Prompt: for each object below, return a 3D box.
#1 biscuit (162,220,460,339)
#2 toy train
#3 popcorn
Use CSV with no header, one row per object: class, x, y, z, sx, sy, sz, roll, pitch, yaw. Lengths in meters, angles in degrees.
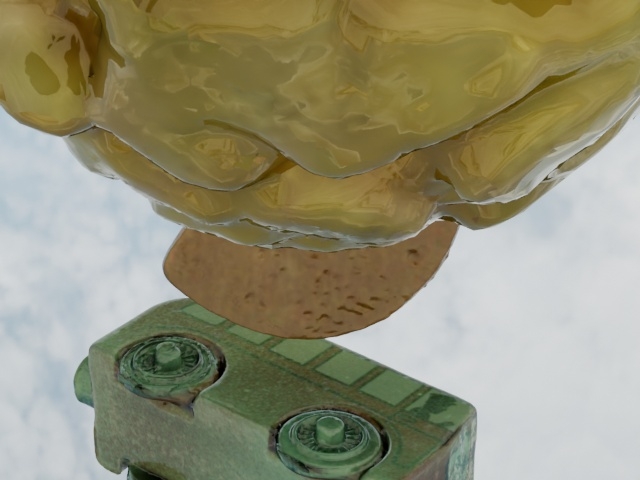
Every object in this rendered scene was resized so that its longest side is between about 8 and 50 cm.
biscuit,0.000,0.000,1.212,0.220,0.142,0.029,-20,-161,11
toy train,-0.034,0.141,1.284,0.326,0.129,0.159,21,-147,33
popcorn,0.016,-0.204,0.601,0.354,0.344,0.390,-38,-150,24
